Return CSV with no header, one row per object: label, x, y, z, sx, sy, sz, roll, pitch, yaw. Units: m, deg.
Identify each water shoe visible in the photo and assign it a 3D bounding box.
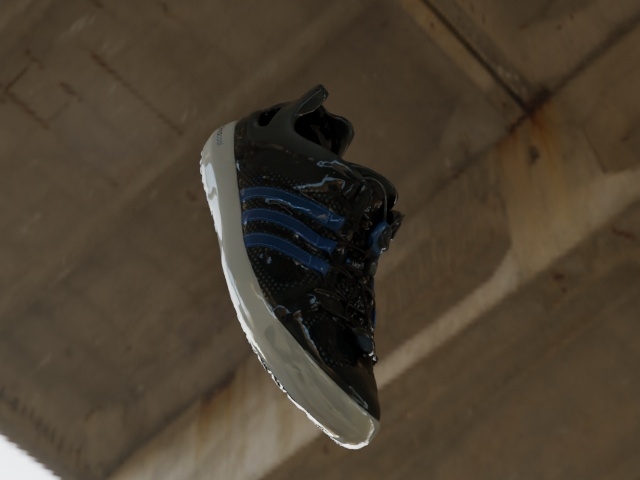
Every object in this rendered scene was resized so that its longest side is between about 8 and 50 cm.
water shoe,0.000,0.000,0.662,0.080,0.203,0.073,-32,-44,10
